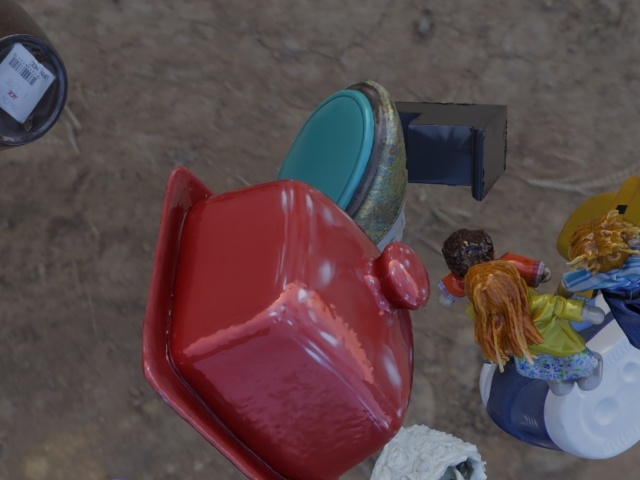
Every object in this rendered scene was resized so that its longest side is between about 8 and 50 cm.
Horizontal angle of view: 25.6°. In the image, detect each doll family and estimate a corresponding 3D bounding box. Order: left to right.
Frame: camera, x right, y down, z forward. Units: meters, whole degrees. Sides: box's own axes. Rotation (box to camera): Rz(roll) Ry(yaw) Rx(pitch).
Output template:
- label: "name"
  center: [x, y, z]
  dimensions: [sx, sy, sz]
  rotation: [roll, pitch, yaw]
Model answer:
- label: "doll family"
  center: [0.200, 0.039, 1.021]
  dimensions: [0.263, 0.118, 0.163]
  rotation: [-18, 138, 27]

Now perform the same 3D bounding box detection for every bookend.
- label: "bookend"
  center: [0.103, -0.095, 1.442]
  dimensions: [0.156, 0.157, 0.072]
  rotation: [3, 105, 14]

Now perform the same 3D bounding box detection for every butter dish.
- label: "butter dish"
  center: [0.000, 0.038, 0.702]
  dimensions: [0.118, 0.160, 0.160]
  rotation: [-27, 126, 23]

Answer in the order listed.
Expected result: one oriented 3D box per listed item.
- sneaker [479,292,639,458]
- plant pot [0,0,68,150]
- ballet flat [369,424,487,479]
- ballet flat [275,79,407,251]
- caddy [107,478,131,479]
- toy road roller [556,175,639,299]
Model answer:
- label: "sneaker"
  center: [0.292, 0.073, 1.332]
  dimensions: [0.323, 0.236, 0.130]
  rotation: [-37, 104, -11]
- label: "plant pot"
  center: [-0.356, -0.171, 1.398]
  dimensions: [0.215, 0.230, 0.215]
  rotation: [-16, 115, -38]
- label: "ballet flat"
  center: [0.079, 0.377, 1.537]
  dimensions: [0.147, 0.147, 0.409]
  rotation: [42, 55, -30]
- label: "ballet flat"
  center: [0.000, 0.000, 1.130]
  dimensions: [0.123, 0.123, 0.348]
  rotation: [11, 139, -27]
- label: "caddy"
  center: [-0.159, 0.382, 1.260]
  dimensions: [0.179, 0.341, 0.241]
  rotation: [16, 134, -35]
- label: "toy road roller"
  center: [0.429, -0.016, 1.724]
  dimensions: [0.202, 0.240, 0.329]
  rotation: [17, 104, -29]
